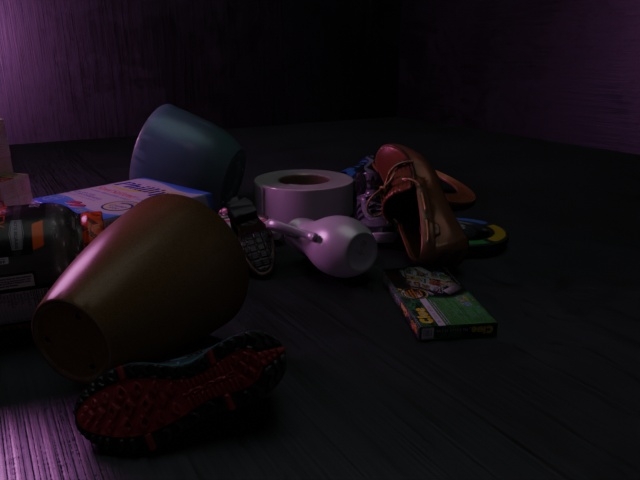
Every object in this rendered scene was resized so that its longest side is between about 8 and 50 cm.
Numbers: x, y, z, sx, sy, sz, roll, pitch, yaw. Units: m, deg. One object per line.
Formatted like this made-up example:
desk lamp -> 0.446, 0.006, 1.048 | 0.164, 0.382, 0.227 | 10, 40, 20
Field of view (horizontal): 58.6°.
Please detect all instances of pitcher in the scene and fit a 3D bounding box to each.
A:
pitcher -> 0.000, 0.000, 1.178 | 0.178, 0.125, 0.207 | 16, 0, -40

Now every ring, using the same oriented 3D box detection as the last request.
ring -> 0.317, -0.181, 1.773 | 0.337, 0.032, 0.336 | 15, 24, -7

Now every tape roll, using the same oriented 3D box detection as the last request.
tape roll -> -0.048, -0.128, 1.624 | 0.286, 0.100, 0.286 | 0, 19, 0

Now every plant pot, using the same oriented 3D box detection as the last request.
plant pot -> -0.260, 0.081, 0.801 | 0.237, 0.237, 0.254 | 6, 21, 17
plant pot -> -0.348, -0.202, 1.588 | 0.235, 0.293, 0.293 | 19, 21, 6

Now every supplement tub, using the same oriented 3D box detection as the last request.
supplement tub -> -0.527, 0.047, 0.935 | 0.338, 0.207, 0.207 | -7, 20, -21

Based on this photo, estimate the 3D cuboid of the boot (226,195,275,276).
boot -> -0.148, 0.012, 1.255 | 0.082, 0.106, 0.219 | -14, 53, -14

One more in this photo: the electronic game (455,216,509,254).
electronic game -> 0.336, -0.018, 1.379 | 0.229, 0.048, 0.229 | 0, 19, 0

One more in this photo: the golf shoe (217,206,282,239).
golf shoe -> -0.181, -0.021, 1.385 | 0.186, 0.067, 0.086 | 10, 50, 21

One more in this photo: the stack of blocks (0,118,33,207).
stack of blocks -> -0.764, -0.126, 1.305 | 0.171, 0.297, 0.087 | 5, 19, 17

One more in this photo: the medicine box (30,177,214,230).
medicine box -> -0.424, -0.029, 1.253 | 0.264, 0.149, 0.289 | 15, 24, 37

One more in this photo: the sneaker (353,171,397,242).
sneaker -> 0.132, -0.092, 1.433 | 0.101, 0.153, 0.268 | -2, 19, -4

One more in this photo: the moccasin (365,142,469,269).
moccasin -> 0.194, -0.087, 1.292 | 0.147, 0.139, 0.380 | 2, 50, -21

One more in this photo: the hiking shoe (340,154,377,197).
hiking shoe -> 0.118, -0.216, 1.863 | 0.132, 0.113, 0.304 | 3, 19, 5

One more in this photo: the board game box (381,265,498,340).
board game box -> 0.206, 0.106, 1.044 | 0.136, 0.030, 0.259 | 0, 18, -7

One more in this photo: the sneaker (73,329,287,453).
sneaker -> -0.169, 0.194, 0.723 | 0.262, 0.104, 0.125 | -14, -12, -9
